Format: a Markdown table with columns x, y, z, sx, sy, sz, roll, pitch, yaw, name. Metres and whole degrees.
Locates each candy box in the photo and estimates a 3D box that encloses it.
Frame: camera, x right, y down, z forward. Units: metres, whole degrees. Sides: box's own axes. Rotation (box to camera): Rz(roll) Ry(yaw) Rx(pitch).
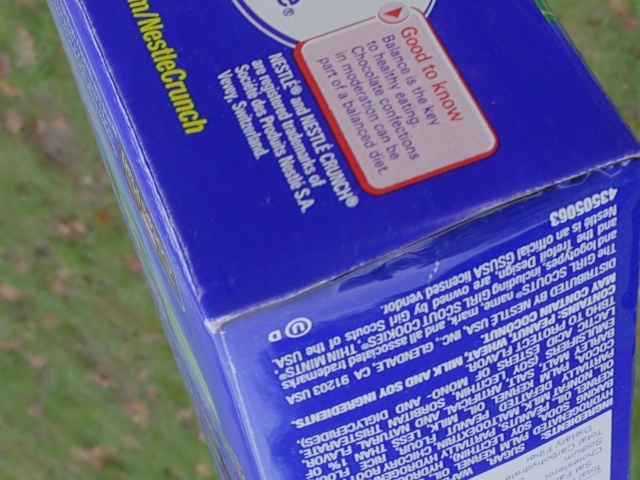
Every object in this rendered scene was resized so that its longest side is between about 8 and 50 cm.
| x | y | z | sx | sy | sz | roll | pitch | yaw | name |
| --- | --- | --- | --- | --- | --- | --- | --- | --- | --- |
| 0.000 | 0.000 | 0.582 | 0.317 | 0.122 | 0.268 | 80 | 168 | -52 | candy box |
